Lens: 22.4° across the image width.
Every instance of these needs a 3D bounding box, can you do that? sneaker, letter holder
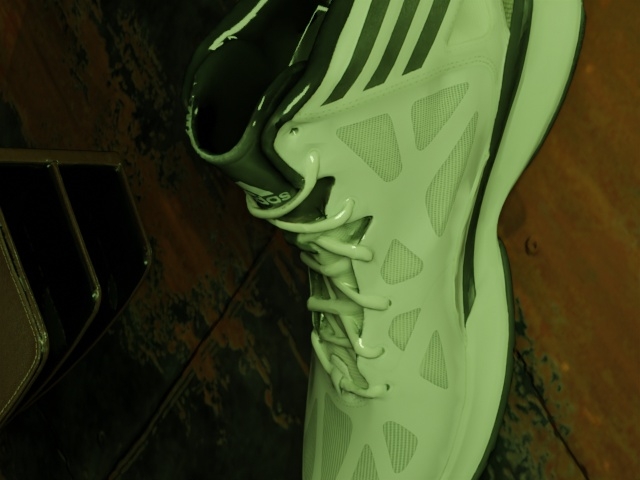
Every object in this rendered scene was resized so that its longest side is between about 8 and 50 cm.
[{"bbox_3d":[-0.001,-0.001,1.039,0.169,0.257,0.447,24,107,47],"label":"sneaker"},{"bbox_3d":[-0.281,0.089,1.447,0.302,0.152,0.214,-44,59,39],"label":"letter holder"}]
